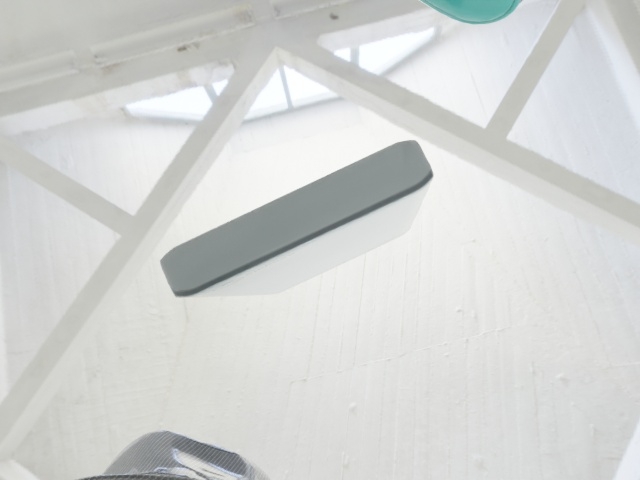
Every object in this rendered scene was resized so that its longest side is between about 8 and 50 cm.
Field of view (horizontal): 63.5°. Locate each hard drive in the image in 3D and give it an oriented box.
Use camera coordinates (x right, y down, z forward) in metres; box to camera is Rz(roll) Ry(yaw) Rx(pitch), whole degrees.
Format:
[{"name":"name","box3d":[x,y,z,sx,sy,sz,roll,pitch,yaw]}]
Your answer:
[{"name":"hard drive","box3d":[0.000,0.000,0.587,0.233,0.353,0.047,-25,-98,4]}]

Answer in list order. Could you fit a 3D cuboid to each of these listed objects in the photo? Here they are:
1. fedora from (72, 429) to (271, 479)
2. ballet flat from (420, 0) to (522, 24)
[{"name":"fedora","box3d":[-0.114,0.259,0.438,0.244,0.124,0.275,-39,-76,14]},{"name":"ballet flat","box3d":[0.037,-0.381,0.456,0.483,0.164,0.182,14,-104,-33]}]
